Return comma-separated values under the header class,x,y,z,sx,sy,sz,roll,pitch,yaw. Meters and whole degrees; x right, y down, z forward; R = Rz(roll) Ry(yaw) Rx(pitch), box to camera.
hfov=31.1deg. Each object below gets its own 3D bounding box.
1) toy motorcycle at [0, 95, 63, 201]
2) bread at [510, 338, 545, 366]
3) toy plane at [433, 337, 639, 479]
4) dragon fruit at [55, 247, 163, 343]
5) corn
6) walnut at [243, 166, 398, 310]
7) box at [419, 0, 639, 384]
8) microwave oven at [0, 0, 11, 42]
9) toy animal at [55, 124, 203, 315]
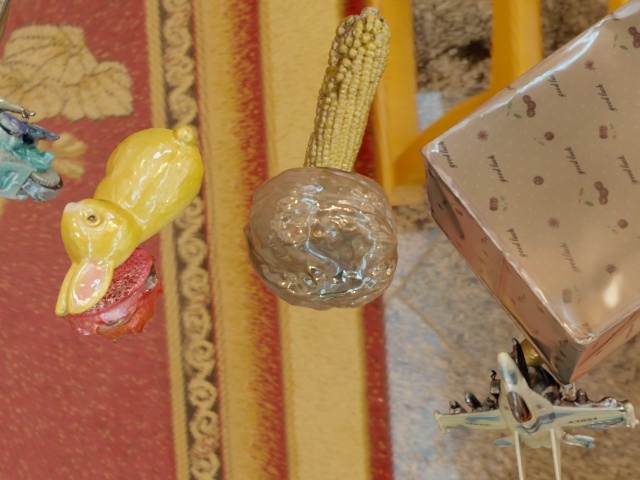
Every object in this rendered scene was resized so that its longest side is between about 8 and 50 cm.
class,x,y,z,sx,sy,sz,roll,pitch,yaw
toy motorcycle,-0.505,-0.142,1.703,0.154,0.206,0.260,-49,151,18
bread,0.211,0.109,1.131,0.034,0.088,0.049,52,28,15
toy plane,0.189,0.142,1.053,0.262,0.192,0.088,65,26,-50
dragon fruit,-0.269,0.092,1.575,0.153,0.153,0.111,-40,128,-17
corn,0.038,-0.215,1.833,0.097,0.097,0.320,16,90,-22
walnut,0.000,0.000,1.605,0.224,0.224,0.224,0,91,-23
box,0.269,-0.053,1.028,0.297,0.190,0.225,-35,71,-6
microwave oven,-0.434,-0.268,1.281,0.163,0.205,0.129,21,68,-12
toy animal,-0.147,-0.013,0.831,0.070,0.083,0.159,40,55,-9
